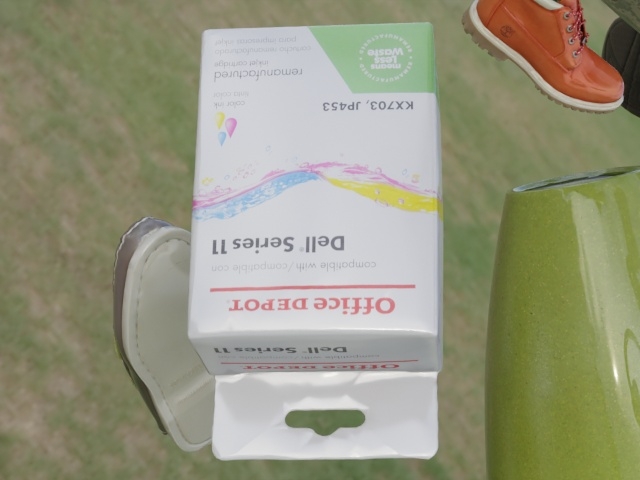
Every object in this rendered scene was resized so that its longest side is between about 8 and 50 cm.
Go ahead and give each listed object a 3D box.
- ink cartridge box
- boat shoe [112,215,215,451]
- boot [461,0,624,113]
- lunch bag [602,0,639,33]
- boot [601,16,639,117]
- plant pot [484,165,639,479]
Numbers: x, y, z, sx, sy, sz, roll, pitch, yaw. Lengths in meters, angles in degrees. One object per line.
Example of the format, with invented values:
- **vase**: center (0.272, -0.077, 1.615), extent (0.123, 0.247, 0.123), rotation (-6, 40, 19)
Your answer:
- **ink cartridge box**: center (0.000, 0.000, 1.232), extent (0.119, 0.207, 0.353), rotation (76, 14, -68)
- **boat shoe**: center (-0.155, 0.085, 1.455), extent (0.097, 0.116, 0.324), rotation (43, -23, 34)
- **boot**: center (0.206, -0.169, 1.237), extent (0.158, 0.084, 0.059), rotation (31, 44, -13)
- **lunch bag**: center (0.323, -0.307, 1.415), extent (0.235, 0.169, 0.287), rotation (42, 30, -2)
- **boot**: center (0.595, -0.216, 2.032), extent (0.284, 0.138, 0.377), rotation (2, 16, -28)
- **plant pot**: center (0.273, 0.083, 1.412), extent (0.275, 0.275, 0.293), rotation (-24, 105, -70)
